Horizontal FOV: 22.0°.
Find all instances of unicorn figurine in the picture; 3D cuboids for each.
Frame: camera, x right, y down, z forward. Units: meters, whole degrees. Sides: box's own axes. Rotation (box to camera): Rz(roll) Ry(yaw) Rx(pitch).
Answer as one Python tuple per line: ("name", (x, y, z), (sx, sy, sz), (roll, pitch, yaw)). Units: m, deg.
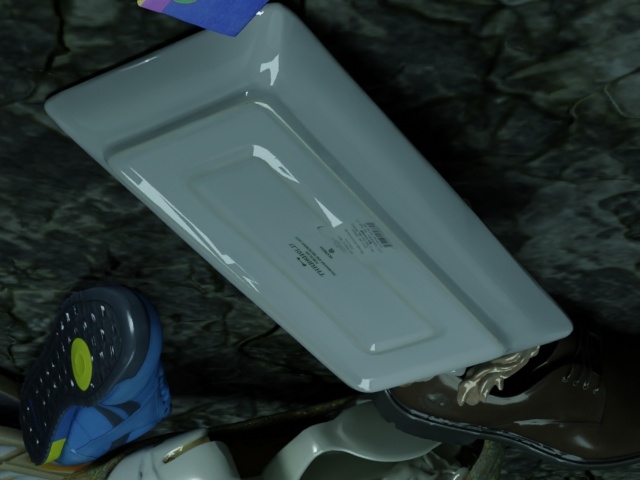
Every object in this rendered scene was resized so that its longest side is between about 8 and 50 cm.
("unicorn figurine", (0.063, 0.027, 0.910), (0.111, 0.060, 0.162), (-32, 134, 30))

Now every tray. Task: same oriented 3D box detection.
("tray", (0.000, 0.000, 0.813), (0.145, 0.030, 0.270), (-19, 134, 31))

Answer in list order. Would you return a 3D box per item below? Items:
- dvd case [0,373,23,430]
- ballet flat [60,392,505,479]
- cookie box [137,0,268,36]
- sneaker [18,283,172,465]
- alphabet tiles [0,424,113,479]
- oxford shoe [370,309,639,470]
("dvd case", (-0.270, 0.115, 1.102), (0.164, 0.018, 0.221), (-15, 151, 26))
("ballet flat", (-0.038, 0.159, 1.067), (0.348, 0.123, 0.123), (-10, 156, -18))
("cookie box", (-0.023, -0.136, 0.530), (0.040, 0.107, 0.092), (13, 149, -28))
("sneaker", (-0.122, 0.079, 1.003), (0.082, 0.069, 0.209), (-5, 156, -26))
("alphabet tiles", (-0.309, 0.160, 1.156), (0.342, 0.011, 0.285), (18, 152, -30))
("oxford shoe", (0.153, 0.087, 1.016), (0.227, 0.083, 0.096), (5, 148, -16))
